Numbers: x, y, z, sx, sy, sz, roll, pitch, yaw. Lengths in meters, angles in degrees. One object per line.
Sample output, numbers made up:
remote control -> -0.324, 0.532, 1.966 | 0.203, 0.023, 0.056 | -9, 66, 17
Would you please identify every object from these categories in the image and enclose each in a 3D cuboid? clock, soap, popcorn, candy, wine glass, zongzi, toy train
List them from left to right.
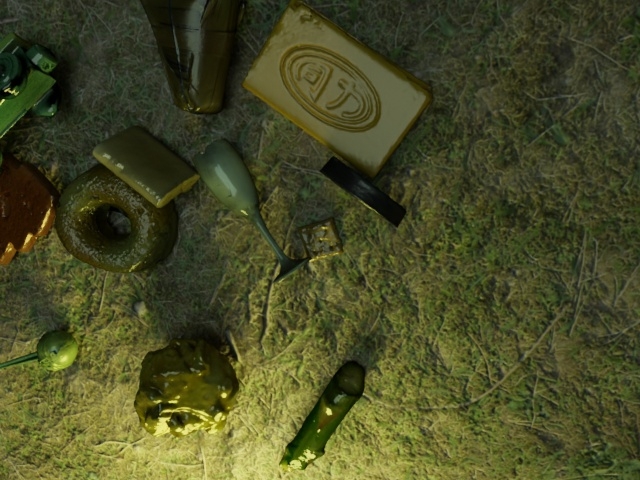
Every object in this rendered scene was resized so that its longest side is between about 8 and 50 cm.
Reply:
toy train -> -0.718, -0.302, 1.064 | 0.369, 0.150, 0.237 | -41, 66, 5
candy -> -0.747, 0.299, 1.257 | 0.335, 0.092, 0.093 | -16, 135, 22
zongzi -> -0.306, -0.403, 0.987 | 0.289, 0.123, 0.260 | 20, 108, 17
popcorn -> -0.296, 0.332, 1.122 | 0.233, 0.192, 0.266 | -19, 123, 0
wine glass -> -0.210, -0.017, 1.059 | 0.264, 0.096, 0.310 | -34, 92, 20
soap -> 0.031, -0.288, 0.947 | 0.324, 0.096, 0.204 | 35, 107, 2
clock -> 0.082, -0.092, 0.937 | 0.184, 0.184, 0.040 | 36, 96, 2

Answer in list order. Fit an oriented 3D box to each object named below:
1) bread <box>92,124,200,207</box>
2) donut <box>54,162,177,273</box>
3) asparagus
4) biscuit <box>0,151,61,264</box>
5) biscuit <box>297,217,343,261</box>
bread -> -0.364, -0.156, 1.044 | 0.178, 0.139, 0.060 | 40, 132, 2
donut -> -0.457, -0.043, 1.099 | 0.271, 0.107, 0.272 | 2, 104, 9
asparagus -> -0.005, 0.422, 1.122 | 0.082, 0.085, 0.343 | 27, 105, -20
biscuit -> -0.709, -0.084, 1.152 | 0.306, 0.043, 0.284 | -3, 97, 23
biscuit -> 0.000, 0.000, 1.058 | 0.083, 0.018, 0.082 | -15, 100, 15
